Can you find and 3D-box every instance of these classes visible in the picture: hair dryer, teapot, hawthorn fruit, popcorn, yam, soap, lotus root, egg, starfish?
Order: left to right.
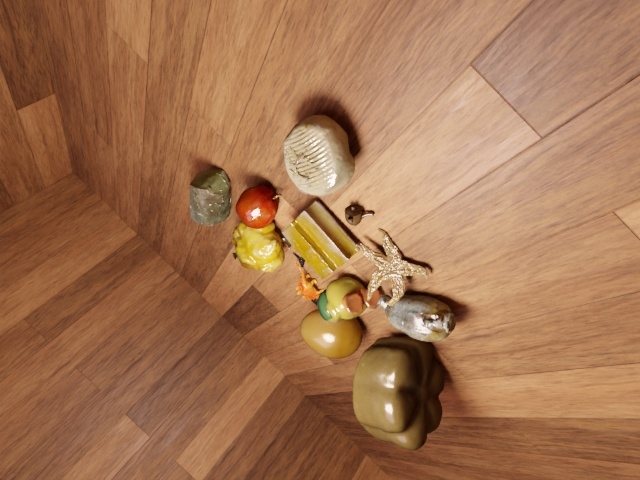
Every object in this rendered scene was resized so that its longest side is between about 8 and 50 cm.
[{"bbox_3d":[-0.538,-0.217,2.016,0.201,0.202,0.271,14,141,5],"label":"yam"},{"bbox_3d":[-0.313,0.034,1.998,0.297,0.281,0.316,53,138,16],"label":"popcorn"},{"bbox_3d":[-0.257,-0.155,1.798,0.225,0.196,0.196,-27,108,31],"label":"hawthorn fruit"},{"bbox_3d":[-0.111,0.093,2.061,0.083,0.031,0.079,48,159,19],"label":"hair dryer"},{"bbox_3d":[0.000,0.000,1.732,0.281,0.143,0.259,49,145,0],"label":"soap"},{"bbox_3d":[0.054,0.468,2.077,0.323,0.250,0.250,10,140,8],"label":"egg"},{"bbox_3d":[0.143,-0.088,1.527,0.110,0.085,0.080,7,138,15],"label":"teapot"},{"bbox_3d":[0.260,0.103,1.595,0.299,0.060,0.302,-27,94,37],"label":"starfish"},{"bbox_3d":[0.383,0.300,1.629,0.350,0.175,0.175,13,137,49],"label":"lotus root"}]

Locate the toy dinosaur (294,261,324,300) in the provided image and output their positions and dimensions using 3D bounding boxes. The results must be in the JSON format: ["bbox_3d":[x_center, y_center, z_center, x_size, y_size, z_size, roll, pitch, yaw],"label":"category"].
[{"bbox_3d":[-0.073,0.241,2.088,0.070,0.117,0.288,3,136,47],"label":"toy dinosaur"}]

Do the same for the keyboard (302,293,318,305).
[{"bbox_3d":[-0.009,0.332,2.217,0.230,0.025,0.093,38,145,7],"label":"keyboard"}]

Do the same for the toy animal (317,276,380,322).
[{"bbox_3d":[0.106,0.268,1.876,0.338,0.216,0.191,-33,74,60],"label":"toy animal"}]

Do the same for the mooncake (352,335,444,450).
[{"bbox_3d":[0.365,0.668,1.824,0.262,0.467,0.467,-11,120,44],"label":"mooncake"}]

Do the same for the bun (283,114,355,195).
[{"bbox_3d":[-0.003,-0.286,1.378,0.273,0.168,0.272,21,129,28],"label":"bun"}]
